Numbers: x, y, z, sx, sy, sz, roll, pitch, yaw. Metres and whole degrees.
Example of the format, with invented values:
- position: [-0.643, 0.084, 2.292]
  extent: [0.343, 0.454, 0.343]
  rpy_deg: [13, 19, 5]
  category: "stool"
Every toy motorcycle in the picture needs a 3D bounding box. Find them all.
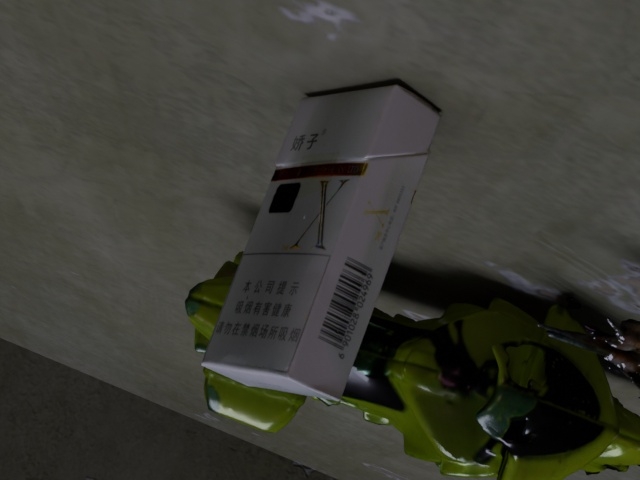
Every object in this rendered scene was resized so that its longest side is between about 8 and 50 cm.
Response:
- position: [0.071, 0.095, 0.908]
  extent: [0.342, 0.142, 0.206]
  rpy_deg: [16, 162, 16]
  category: "toy motorcycle"

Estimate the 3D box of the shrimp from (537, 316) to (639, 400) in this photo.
- position: [0.223, 0.079, 0.727]
  extent: [0.233, 0.090, 0.079]
  rpy_deg: [15, -160, -13]
  category: "shrimp"

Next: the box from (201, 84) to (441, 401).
- position: [0.000, 0.000, 0.655]
  extent: [0.040, 0.154, 0.084]
  rpy_deg: [27, 165, -29]
  category: "box"
